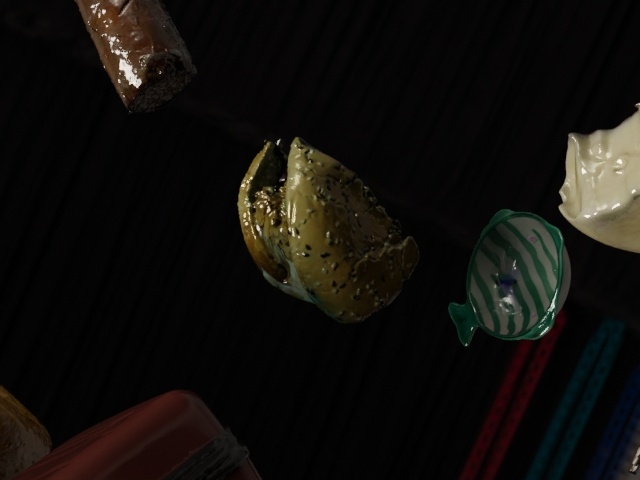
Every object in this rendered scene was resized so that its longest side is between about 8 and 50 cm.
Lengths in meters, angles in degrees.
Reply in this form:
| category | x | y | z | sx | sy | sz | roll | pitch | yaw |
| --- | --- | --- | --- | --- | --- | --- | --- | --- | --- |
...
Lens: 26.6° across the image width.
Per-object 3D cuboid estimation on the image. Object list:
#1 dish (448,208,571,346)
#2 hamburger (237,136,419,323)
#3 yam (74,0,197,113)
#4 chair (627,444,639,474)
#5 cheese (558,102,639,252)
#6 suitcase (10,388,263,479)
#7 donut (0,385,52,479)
| category | x | y | z | sx | sy | sz | roll | pitch | yaw |
| --- | --- | --- | --- | --- | --- | --- | --- | --- | --- |
| dish | 0.308 | 0.068 | 2.074 | 0.078 | 0.246 | 0.224 | 12 | -135 | -38 |
| hamburger | 0.000 | 0.000 | 1.957 | 0.168 | 0.192 | 0.288 | -11 | 130 | 49 |
| yam | -0.171 | -0.193 | 1.235 | 0.141 | 0.079 | 0.079 | 62 | -170 | 13 |
| chair | 0.563 | 0.217 | 1.880 | 0.186 | 0.319 | 0.160 | 12 | 157 | 37 |
| cheese | 0.288 | -0.044 | 0.858 | 0.249 | 0.070 | 0.163 | 8 | 146 | -6 |
| suitcase | -0.196 | 0.261 | 1.185 | 0.161 | 0.236 | 0.297 | 55 | 144 | -2 |
| donut | -0.467 | 0.224 | 1.682 | 0.299 | 0.150 | 0.317 | 47 | 170 | -24 |
